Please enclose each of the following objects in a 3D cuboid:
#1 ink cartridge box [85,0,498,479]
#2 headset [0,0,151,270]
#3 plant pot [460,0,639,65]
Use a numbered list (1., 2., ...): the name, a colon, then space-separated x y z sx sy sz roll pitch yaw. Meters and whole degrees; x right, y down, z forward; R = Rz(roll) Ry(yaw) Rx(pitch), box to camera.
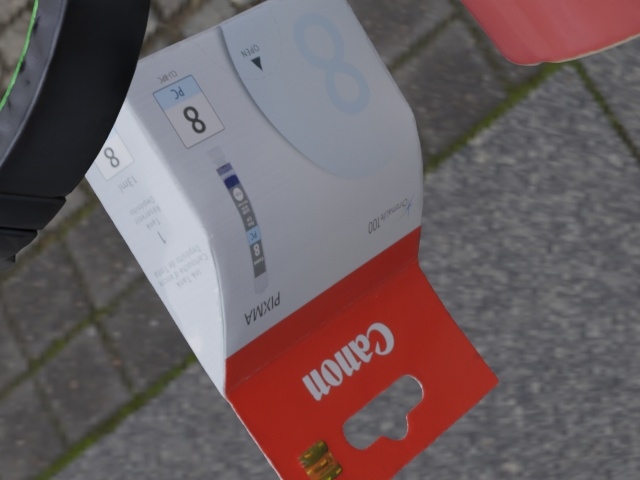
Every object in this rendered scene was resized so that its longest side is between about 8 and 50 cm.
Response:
1. ink cartridge box: 0.000 0.000 1.604 0.091 0.308 0.385 -32 90 39
2. headset: -0.239 -0.066 0.837 0.394 0.185 0.243 -42 62 29
3. plant pot: 0.158 -0.265 1.296 0.275 0.275 0.243 -19 109 28
